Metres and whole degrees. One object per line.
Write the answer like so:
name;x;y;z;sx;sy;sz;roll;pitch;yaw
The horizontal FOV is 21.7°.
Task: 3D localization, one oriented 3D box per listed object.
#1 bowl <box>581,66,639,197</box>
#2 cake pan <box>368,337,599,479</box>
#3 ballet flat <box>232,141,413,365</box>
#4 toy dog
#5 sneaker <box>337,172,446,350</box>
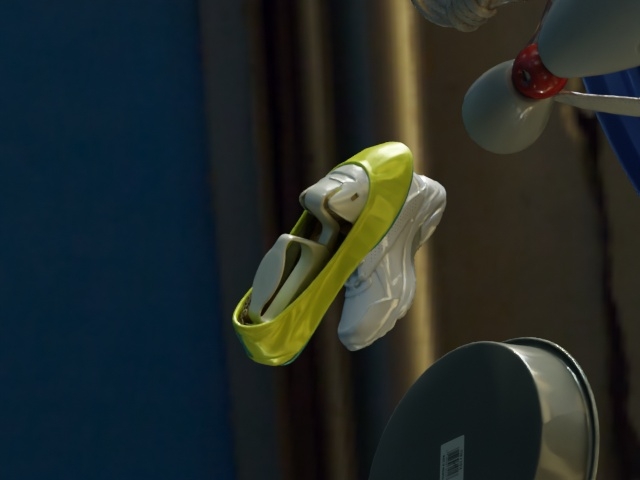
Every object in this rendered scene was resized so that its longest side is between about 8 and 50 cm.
bowl;0.393;-0.124;1.779;0.391;0.077;0.391;62;176;8
cake pan;0.140;0.221;1.564;0.054;0.293;0.293;25;-113;-29
ballet flat;0.000;0.000;1.413;0.231;0.077;0.077;-57;-45;-10
toy dog;0.236;-0.184;1.298;0.161;0.334;0.220;-30;-75;-29
sneaker;0.050;0.009;1.820;0.115;0.090;0.232;35;-124;-24
